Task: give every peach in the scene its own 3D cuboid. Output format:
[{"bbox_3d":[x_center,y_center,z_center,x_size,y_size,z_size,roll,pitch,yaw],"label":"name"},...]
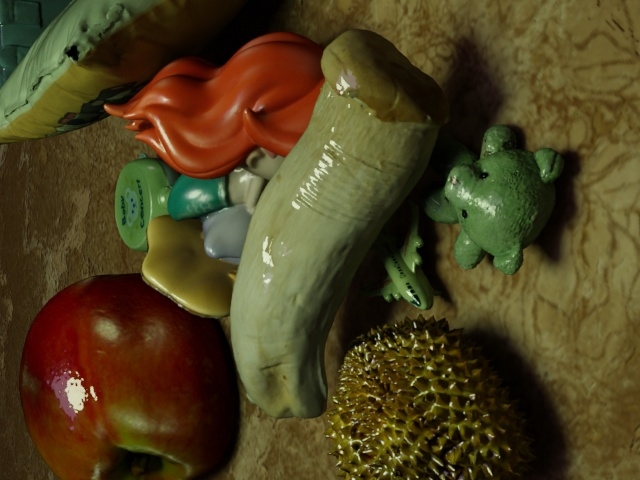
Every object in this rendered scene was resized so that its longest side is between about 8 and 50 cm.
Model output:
[{"bbox_3d":[-0.229,0.151,1.182,0.248,0.245,0.275,-36,45,16],"label":"peach"}]

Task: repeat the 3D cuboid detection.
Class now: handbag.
[{"bbox_3d":[-0.363,-0.293,1.354,0.062,0.179,0.229,-11,84,55],"label":"handbag"}]

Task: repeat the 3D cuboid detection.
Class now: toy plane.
[{"bbox_3d":[0.068,0.019,0.863,0.111,0.040,0.102,54,134,38],"label":"toy plane"}]

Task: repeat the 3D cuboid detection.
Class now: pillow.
[{"bbox_3d":[-0.185,-0.216,1.035,0.119,0.312,0.310,51,148,-11],"label":"pillow"}]

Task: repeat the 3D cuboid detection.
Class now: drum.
[{"bbox_3d":[-0.174,-0.069,1.201,0.253,0.049,0.130,-35,63,50],"label":"drum"}]

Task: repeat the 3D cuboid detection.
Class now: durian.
[{"bbox_3d":[0.076,0.140,0.782,0.158,0.137,0.168,-42,64,23],"label":"durian"}]

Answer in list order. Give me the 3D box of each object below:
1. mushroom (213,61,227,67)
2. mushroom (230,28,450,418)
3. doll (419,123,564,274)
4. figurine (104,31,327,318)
[{"bbox_3d":[-0.103,-0.152,1.121,0.049,0.019,0.101,-38,60,50],"label":"mushroom"},{"bbox_3d":[0.000,0.000,0.838,0.122,0.095,0.351,27,121,13],"label":"mushroom"},{"bbox_3d":[0.114,-0.035,0.775,0.150,0.077,0.115,28,104,64],"label":"doll"},{"bbox_3d":[-0.080,-0.077,0.940,0.208,0.181,0.257,37,124,24],"label":"figurine"}]
